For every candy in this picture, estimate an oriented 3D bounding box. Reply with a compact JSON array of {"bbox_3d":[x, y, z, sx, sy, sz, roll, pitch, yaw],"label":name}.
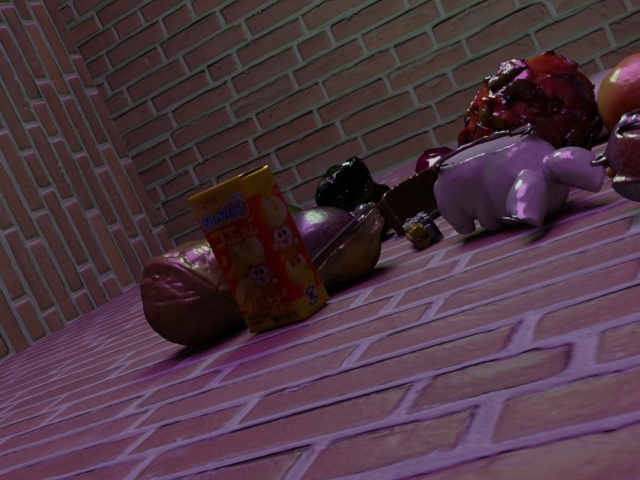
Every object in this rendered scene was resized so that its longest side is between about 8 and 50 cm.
[{"bbox_3d":[-0.110,0.018,1.485,0.146,0.276,0.088,-18,9,39],"label":"candy"}]

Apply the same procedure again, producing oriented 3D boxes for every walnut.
[{"bbox_3d":[-0.244,0.102,1.648,0.228,0.228,0.228,-25,6,3],"label":"walnut"}]

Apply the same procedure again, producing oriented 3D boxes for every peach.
[{"bbox_3d":[0.591,-0.252,1.509,0.184,0.184,0.184,-25,6,3],"label":"peach"}]

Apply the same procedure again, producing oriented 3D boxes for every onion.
[{"bbox_3d":[0.325,-0.176,2.066,0.198,0.135,0.173,-22,10,10],"label":"onion"}]

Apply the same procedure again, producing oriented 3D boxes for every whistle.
[{"bbox_3d":[0.495,-0.120,1.045,0.142,0.133,0.346,-19,9,-40],"label":"whistle"}]

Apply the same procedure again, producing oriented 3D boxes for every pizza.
[{"bbox_3d":[0.047,0.052,1.573,0.204,0.080,0.188,-45,-4,-45],"label":"pizza"}]

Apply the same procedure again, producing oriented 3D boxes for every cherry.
[{"bbox_3d":[0.001,0.002,1.764,0.176,0.140,0.176,-24,35,18],"label":"cherry"}]

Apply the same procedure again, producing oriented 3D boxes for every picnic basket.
[{"bbox_3d":[0.218,-0.088,1.904,0.193,0.110,0.055,-29,-14,-33],"label":"picnic basket"}]

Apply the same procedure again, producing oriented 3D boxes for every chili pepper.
[{"bbox_3d":[0.079,-0.109,2.020,0.148,0.116,0.264,-39,-37,25],"label":"chili pepper"}]

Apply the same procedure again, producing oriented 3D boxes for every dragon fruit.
[{"bbox_3d":[0.398,-0.207,1.640,0.291,0.250,0.269,-52,-7,-10],"label":"dragon fruit"}]

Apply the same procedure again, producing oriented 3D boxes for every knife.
[{"bbox_3d":[-0.006,0.032,1.582,0.331,0.044,0.080,-43,-7,24],"label":"knife"}]

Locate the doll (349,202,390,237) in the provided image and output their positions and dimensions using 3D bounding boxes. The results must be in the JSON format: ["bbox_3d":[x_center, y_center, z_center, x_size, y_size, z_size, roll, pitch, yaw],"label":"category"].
[{"bbox_3d":[0.084,-0.024,1.950,0.188,0.096,0.145,-32,-7,37],"label":"doll"}]

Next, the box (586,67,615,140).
[{"bbox_3d":[0.600,-0.301,2.026,0.349,0.141,0.289,-17,11,47],"label":"box"}]

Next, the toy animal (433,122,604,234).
[{"bbox_3d":[0.314,-0.096,1.392,0.208,0.154,0.325,-32,12,-7],"label":"toy animal"}]

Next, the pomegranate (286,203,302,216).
[{"bbox_3d":[-0.106,0.015,2.051,0.187,0.187,0.225,-22,31,24],"label":"pomegranate"}]

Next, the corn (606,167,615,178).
[{"bbox_3d":[0.523,-0.127,1.401,0.083,0.027,0.028,-22,-2,40],"label":"corn"}]

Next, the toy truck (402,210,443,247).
[{"bbox_3d":[0.197,-0.019,1.638,0.063,0.052,0.123,-31,8,1],"label":"toy truck"}]
